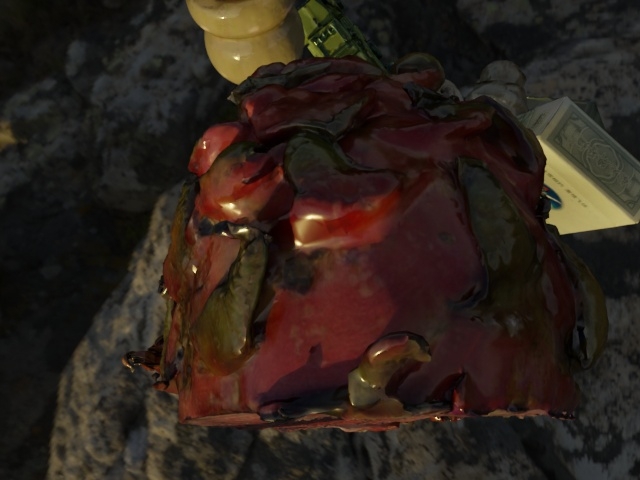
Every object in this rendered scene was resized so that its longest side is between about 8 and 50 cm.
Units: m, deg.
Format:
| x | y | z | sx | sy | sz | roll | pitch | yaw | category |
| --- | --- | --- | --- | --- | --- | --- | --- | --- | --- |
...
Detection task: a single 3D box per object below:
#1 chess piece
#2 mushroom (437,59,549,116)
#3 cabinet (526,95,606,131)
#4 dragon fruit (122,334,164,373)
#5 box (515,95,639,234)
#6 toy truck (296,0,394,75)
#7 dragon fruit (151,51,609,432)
| x | y | z | sx | sy | sz | roll | pitch | yaw | category |
| --- | --- | --- | --- | --- | --- | --- | --- | --- | --- |
| -0.085 | -0.263 | 0.927 | 0.143 | 0.261 | 0.143 | -5 | 52 | 7 | chess piece |
| 0.282 | -0.184 | 1.614 | 0.254 | 0.189 | 0.195 | 15 | 66 | 1 | mushroom |
| 0.459 | -0.196 | 1.950 | 0.206 | 0.150 | 0.145 | 11 | 69 | 34 | cabinet |
| -0.266 | 0.205 | 1.629 | 0.094 | 0.190 | 0.094 | 7 | 103 | 33 | dragon fruit |
| 0.290 | -0.085 | 1.221 | 0.164 | 0.256 | 0.069 | 39 | 76 | -11 | box |
| 0.046 | -0.373 | 1.870 | 0.128 | 0.135 | 0.259 | -37 | 90 | 12 | toy truck |
| 0.043 | -0.004 | 0.651 | 0.314 | 0.296 | 0.263 | -23 | 65 | 58 | dragon fruit |
